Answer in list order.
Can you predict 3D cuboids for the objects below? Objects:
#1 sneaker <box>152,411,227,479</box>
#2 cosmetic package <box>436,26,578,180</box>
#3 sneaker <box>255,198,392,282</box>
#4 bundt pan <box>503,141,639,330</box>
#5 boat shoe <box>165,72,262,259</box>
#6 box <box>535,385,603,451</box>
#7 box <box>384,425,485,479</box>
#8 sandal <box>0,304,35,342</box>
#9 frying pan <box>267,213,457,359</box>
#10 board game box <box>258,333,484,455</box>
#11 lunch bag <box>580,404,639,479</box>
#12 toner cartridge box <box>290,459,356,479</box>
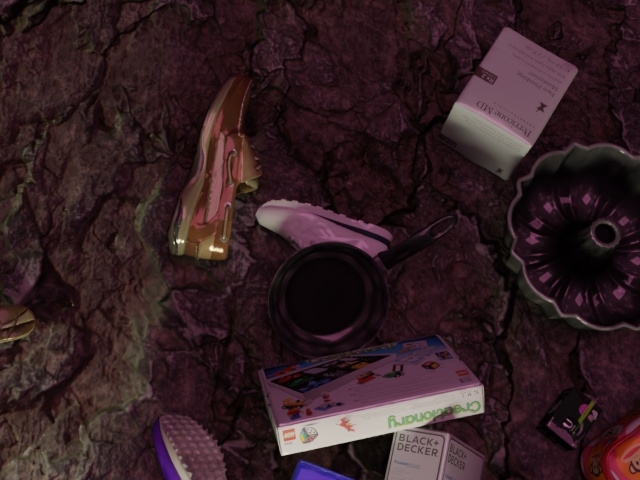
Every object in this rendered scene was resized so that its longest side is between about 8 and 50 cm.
[{"bbox_3d":[-0.197,0.398,1.256,0.146,0.102,0.293,-45,58,18],"label":"sneaker"},{"bbox_3d":[0.324,-0.237,1.497,0.151,0.151,0.183,31,71,6],"label":"cosmetic package"},{"bbox_3d":[0.000,0.000,1.423,0.235,0.090,0.094,17,81,1],"label":"sneaker"},{"bbox_3d":[0.457,0.005,1.446,0.331,0.124,0.330,2,72,-6],"label":"bundt pan"},{"bbox_3d":[-0.159,-0.116,1.433,0.120,0.122,0.324,18,79,-6],"label":"boat shoe"},{"bbox_3d":[0.403,0.289,1.382,0.062,0.052,0.083,39,73,7],"label":"box"},{"bbox_3d":[0.150,0.430,1.239,0.087,0.169,0.289,1,66,31],"label":"box"},{"bbox_3d":[-0.542,0.138,1.339,0.180,0.049,0.072,-5,77,-23],"label":"sandal"},{"bbox_3d":[0.048,0.042,1.371,0.197,0.053,0.326,33,94,-13],"label":"frying pan"},{"bbox_3d":[0.070,0.227,1.298,0.305,0.193,0.053,-10,108,-9],"label":"board game box"},{"bbox_3d":[0.590,0.367,1.348,0.293,0.120,0.258,-34,82,-14],"label":"lunch bag"},{"bbox_3d":[-0.018,0.517,1.249,0.165,0.075,0.347,20,70,3],"label":"toner cartridge box"}]
